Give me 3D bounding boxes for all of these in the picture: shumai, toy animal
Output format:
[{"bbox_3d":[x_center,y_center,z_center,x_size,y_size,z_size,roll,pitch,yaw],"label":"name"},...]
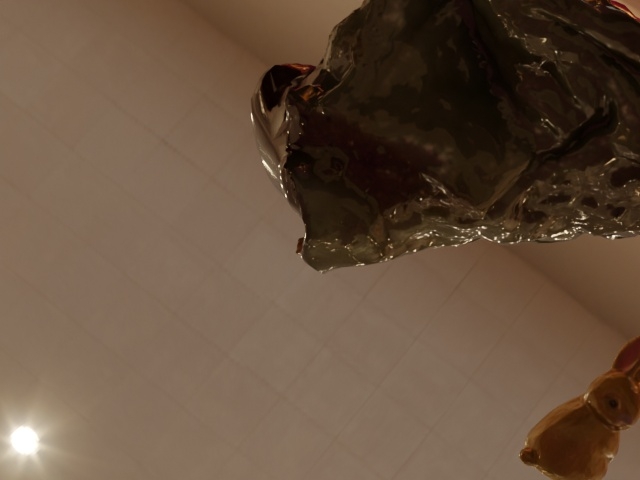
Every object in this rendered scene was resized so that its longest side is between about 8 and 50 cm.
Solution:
[{"bbox_3d":[0.104,-0.050,0.678,0.272,0.222,0.203,31,-74,-19],"label":"shumai"},{"bbox_3d":[0.255,0.152,1.098,0.083,0.159,0.070,20,-152,-34],"label":"toy animal"}]

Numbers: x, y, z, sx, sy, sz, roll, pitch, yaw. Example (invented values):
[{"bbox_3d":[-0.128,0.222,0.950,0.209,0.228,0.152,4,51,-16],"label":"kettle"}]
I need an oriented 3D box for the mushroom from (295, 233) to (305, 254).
[{"bbox_3d":[0.006,0.002,0.795,0.028,0.286,0.025,16,-86,2],"label":"mushroom"}]
